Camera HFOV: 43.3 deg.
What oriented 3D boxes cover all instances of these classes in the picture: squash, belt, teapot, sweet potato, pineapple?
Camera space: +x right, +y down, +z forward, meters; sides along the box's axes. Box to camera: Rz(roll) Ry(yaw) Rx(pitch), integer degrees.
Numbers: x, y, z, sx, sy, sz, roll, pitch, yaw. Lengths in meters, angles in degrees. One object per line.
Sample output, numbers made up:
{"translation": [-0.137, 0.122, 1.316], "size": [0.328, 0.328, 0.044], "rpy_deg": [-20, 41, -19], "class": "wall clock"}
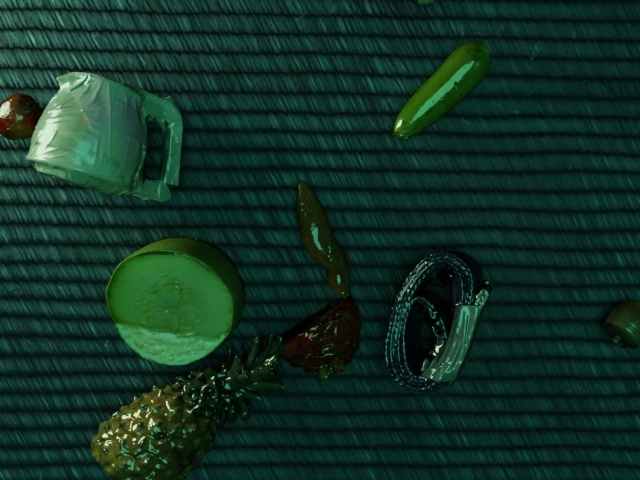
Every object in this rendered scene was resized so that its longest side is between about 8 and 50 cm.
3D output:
{"translation": [-0.231, 0.106, 1.281], "size": [0.220, 0.133, 0.220], "rpy_deg": [-1, 102, -3], "class": "squash"}
{"translation": [0.191, 0.129, 1.292], "size": [0.140, 0.126, 0.230], "rpy_deg": [19, 96, 20], "class": "belt"}
{"translation": [0.523, 0.154, 1.318], "size": [0.080, 0.110, 0.085], "rpy_deg": [-48, 139, -10], "class": "teapot"}
{"translation": [0.000, 0.000, 1.306], "size": [0.058, 0.055, 0.202], "rpy_deg": [-23, 95, 0], "class": "sweet potato"}
{"translation": [0.193, -0.236, 1.283], "size": [0.066, 0.066, 0.201], "rpy_deg": [44, 93, -5], "class": "squash"}
{"translation": [-0.193, 0.263, 1.289], "size": [0.340, 0.169, 0.169], "rpy_deg": [-40, 95, -6], "class": "pineapple"}
{"translation": [-0.317, -0.162, 1.230], "size": [0.222, 0.163, 0.178], "rpy_deg": [16, 88, -3], "class": "teapot"}

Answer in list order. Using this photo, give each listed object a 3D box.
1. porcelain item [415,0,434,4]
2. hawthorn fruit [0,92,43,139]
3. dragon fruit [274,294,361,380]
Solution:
{"translation": [0.136, -0.479, 1.207], "size": [0.253, 0.253, 0.253], "rpy_deg": [0, 96, -2], "class": "porcelain item"}
{"translation": [-0.477, -0.193, 1.267], "size": [0.077, 0.077, 0.077], "rpy_deg": [0, 96, -2], "class": "hawthorn fruit"}
{"translation": [0.009, 0.174, 1.314], "size": [0.162, 0.083, 0.106], "rpy_deg": [-31, 98, -1], "class": "dragon fruit"}
